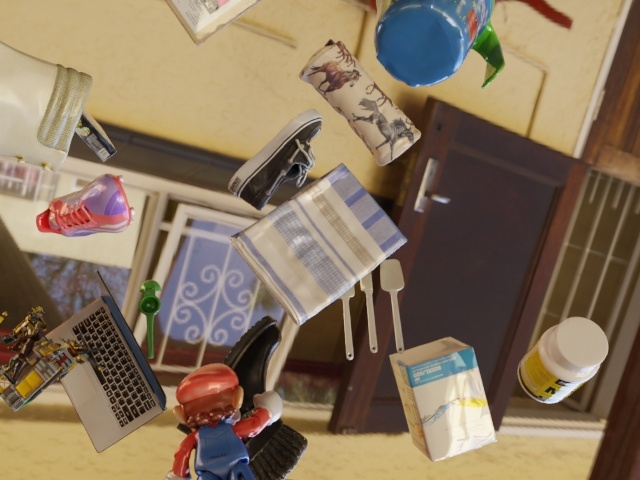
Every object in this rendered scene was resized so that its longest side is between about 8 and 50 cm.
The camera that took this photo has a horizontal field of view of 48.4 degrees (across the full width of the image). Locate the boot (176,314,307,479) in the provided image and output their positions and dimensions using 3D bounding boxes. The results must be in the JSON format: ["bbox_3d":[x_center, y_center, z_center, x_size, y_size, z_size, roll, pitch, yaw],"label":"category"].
[{"bbox_3d":[-0.123,0.365,1.590,0.260,0.348,0.131,34,152,3],"label":"boot"}]

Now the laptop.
[{"bbox_3d":[-0.605,0.344,1.943,0.382,0.407,0.236,59,-167,11],"label":"laptop"}]

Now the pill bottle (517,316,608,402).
[{"bbox_3d":[0.471,0.233,1.389,0.119,0.119,0.209,17,152,6],"label":"pill bottle"}]

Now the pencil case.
[{"bbox_3d":[0.120,-0.401,2.116,0.410,0.160,0.183,46,176,-13],"label":"pencil case"}]

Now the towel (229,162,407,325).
[{"bbox_3d":[0.000,0.000,1.330,0.209,0.285,0.034,52,159,7],"label":"towel"}]

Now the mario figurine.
[{"bbox_3d":[-0.167,0.367,1.248,0.198,0.170,0.321,12,-136,-33],"label":"mario figurine"}]

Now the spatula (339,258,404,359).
[{"bbox_3d":[0.123,0.162,1.705,0.168,0.242,0.019,-6,152,3],"label":"spatula"}]

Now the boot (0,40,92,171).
[{"bbox_3d":[-0.317,-0.090,0.630,0.165,0.213,0.077,21,-153,-42],"label":"boot"}]

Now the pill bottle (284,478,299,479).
[{"bbox_3d":[-0.076,0.815,2.151,0.318,0.177,0.176,20,-177,-37],"label":"pill bottle"}]

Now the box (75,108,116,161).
[{"bbox_3d":[-0.355,-0.185,1.023,0.094,0.027,0.137,46,174,45],"label":"box"}]

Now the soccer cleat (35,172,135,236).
[{"bbox_3d":[-0.337,-0.040,1.012,0.095,0.083,0.248,-21,-171,-30],"label":"soccer cleat"}]

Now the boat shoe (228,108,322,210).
[{"bbox_3d":[-0.068,-0.174,1.540,0.105,0.113,0.306,39,-133,4],"label":"boat shoe"}]

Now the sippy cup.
[{"bbox_3d":[0.200,-0.410,1.329,0.305,0.240,0.224,9,-137,13],"label":"sippy cup"}]

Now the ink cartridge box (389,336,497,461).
[{"bbox_3d":[0.287,0.373,1.693,0.168,0.233,0.171,-16,-178,-8],"label":"ink cartridge box"}]

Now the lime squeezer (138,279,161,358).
[{"bbox_3d":[-0.457,0.175,1.892,0.058,0.110,0.310,12,-153,-19],"label":"lime squeezer"}]

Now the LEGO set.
[{"bbox_3d":[-0.728,0.272,1.846,0.255,0.192,0.331,50,-168,9],"label":"LEGO set"}]

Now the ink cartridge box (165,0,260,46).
[{"bbox_3d":[-0.267,-0.583,1.570,0.235,0.193,0.088,53,-179,-26],"label":"ink cartridge box"}]
